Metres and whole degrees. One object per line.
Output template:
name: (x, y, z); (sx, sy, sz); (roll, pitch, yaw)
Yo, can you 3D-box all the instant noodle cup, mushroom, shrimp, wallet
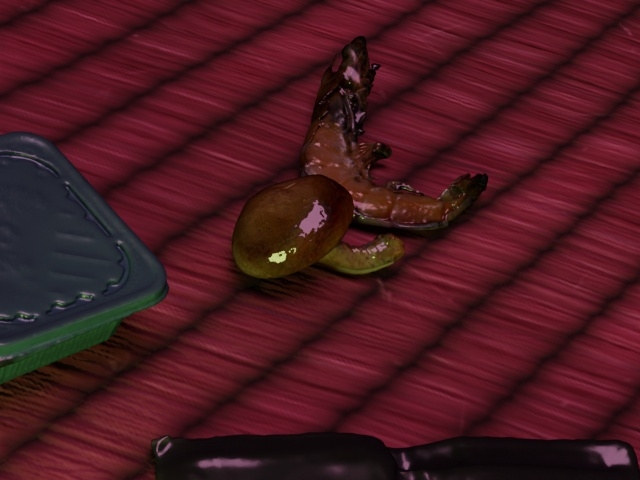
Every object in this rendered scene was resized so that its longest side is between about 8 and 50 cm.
instant noodle cup: (-0.206, 0.017, 1.123); (0.157, 0.070, 0.179); (-21, 54, -37)
mushroom: (0.000, -0.011, 1.227); (0.129, 0.073, 0.088); (1, 11, -24)
shrimp: (0.062, -0.079, 1.344); (0.148, 0.035, 0.195); (13, 49, -2)
wallet: (0.067, 0.212, 1.033); (0.323, 0.041, 0.247); (2, 43, -13)
